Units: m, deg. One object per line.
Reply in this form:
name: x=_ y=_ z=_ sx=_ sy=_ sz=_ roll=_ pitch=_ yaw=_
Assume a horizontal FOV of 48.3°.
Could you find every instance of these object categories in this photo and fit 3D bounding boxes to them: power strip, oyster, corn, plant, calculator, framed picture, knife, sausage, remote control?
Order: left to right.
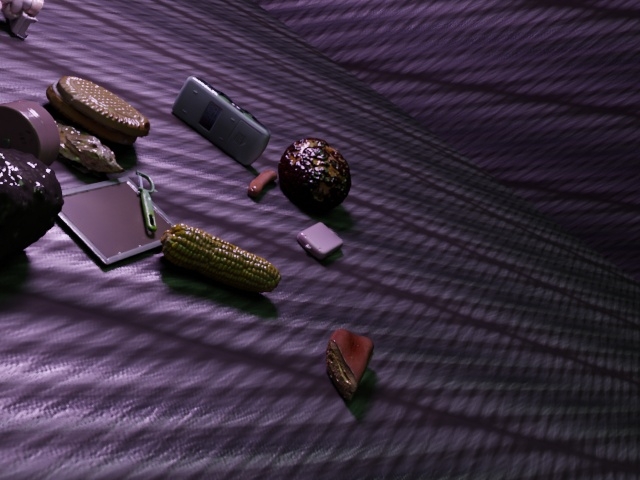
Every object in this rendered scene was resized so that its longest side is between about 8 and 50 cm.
plant: x=-0.587 y=-0.058 z=1.203 sx=0.188 sy=0.199 sz=0.276 roll=34 pitch=22 yaw=7
power strip: x=-0.610 y=-0.202 z=1.440 sx=0.154 sy=0.154 sz=0.078 roll=37 pitch=23 yaw=0
oyster: x=-0.552 y=-0.225 z=1.635 sx=0.209 sy=0.072 sz=0.133 roll=49 pitch=25 yaw=25
framed picture: x=-0.442 y=-0.047 z=1.544 sx=0.217 sy=0.017 sz=0.274 roll=44 pitch=27 yaw=13
knife: x=-0.390 y=-0.086 z=1.635 sx=0.054 sy=0.015 sz=0.212 roll=27 pitch=27 yaw=-37
corn: x=-0.217 y=0.044 z=1.583 sx=0.292 sy=0.101 sz=0.101 roll=22 pitch=30 yaw=-26
remote control: x=-0.285 y=-0.349 z=2.082 sx=0.296 sy=0.140 sz=0.056 roll=36 pitch=30 yaw=-2
sausage: x=-0.166 y=-0.170 z=2.055 sx=0.043 sy=0.043 sz=0.186 roll=37 pitch=26 yaw=-1
calculator: x=0.000 y=0.000 z=1.994 sx=0.100 sy=0.032 sz=0.175 roll=42 pitch=27 yaw=10

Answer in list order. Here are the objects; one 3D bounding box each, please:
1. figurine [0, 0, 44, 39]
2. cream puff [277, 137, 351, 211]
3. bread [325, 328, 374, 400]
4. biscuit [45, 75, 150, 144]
figurine: x=-0.869 y=-0.631 z=1.840 sx=0.257 sy=0.144 sz=0.182 roll=12 pitch=56 yaw=-45
cream puff: x=-0.011 y=-0.207 z=2.165 sx=0.239 sy=0.165 sz=0.239 roll=32 pitch=26 yaw=-18
bread: x=0.059 y=0.263 z=1.606 sx=0.119 sy=0.067 sz=0.192 roll=46 pitch=28 yaw=-1
biscuit: x=-0.538 y=-0.318 z=1.742 sx=0.259 sy=0.079 sz=0.259 roll=32 pitch=12 yaw=-8
